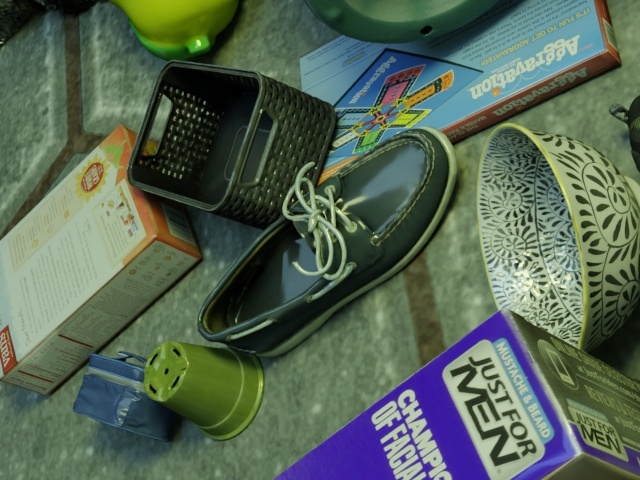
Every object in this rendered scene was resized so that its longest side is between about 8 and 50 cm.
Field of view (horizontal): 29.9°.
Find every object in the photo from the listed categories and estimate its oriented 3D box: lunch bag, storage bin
[{"bbox_3d":[-0.170,0.134,1.065,0.098,0.067,0.065,9,77,44],"label":"lunch bag"},{"bbox_3d":[-0.082,-0.083,1.054,0.180,0.084,0.122,17,89,54],"label":"storage bin"}]

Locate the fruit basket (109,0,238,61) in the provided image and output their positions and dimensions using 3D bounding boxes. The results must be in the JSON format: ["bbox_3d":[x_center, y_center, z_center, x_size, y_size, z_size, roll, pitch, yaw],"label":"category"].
[{"bbox_3d":[-0.171,-0.379,1.192,0.392,0.392,0.283,-38,21,22],"label":"fruit basket"}]

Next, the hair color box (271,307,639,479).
[{"bbox_3d":[0.054,0.200,0.759,0.339,0.185,0.110,-41,49,21],"label":"hair color box"}]

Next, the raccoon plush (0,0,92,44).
[{"bbox_3d":[-0.442,-0.388,1.378,0.446,0.299,0.216,-14,62,36],"label":"raccoon plush"}]

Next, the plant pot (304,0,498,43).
[{"bbox_3d":[0.044,-0.303,0.932,0.271,0.271,0.255,-32,52,26],"label":"plant pot"}]

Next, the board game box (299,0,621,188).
[{"bbox_3d":[0.102,-0.148,0.984,0.281,0.027,0.145,-24,55,32],"label":"board game box"}]

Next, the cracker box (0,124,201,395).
[{"bbox_3d":[-0.233,0.021,1.172,0.232,0.067,0.156,-39,49,20],"label":"cracker box"}]

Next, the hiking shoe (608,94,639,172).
[{"bbox_3d":[0.288,-0.118,0.767,0.227,0.086,0.114,-36,54,25],"label":"hiking shoe"}]

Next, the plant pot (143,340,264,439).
[{"bbox_3d":[-0.104,0.119,1.006,0.083,0.079,0.083,-17,61,34],"label":"plant pot"}]

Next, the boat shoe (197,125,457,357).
[{"bbox_3d":[0.000,0.000,0.958,0.254,0.079,0.095,-39,61,24],"label":"boat shoe"}]

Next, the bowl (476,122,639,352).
[{"bbox_3d":[0.172,-0.001,0.799,0.080,0.170,0.170,-10,54,-11],"label":"bowl"}]
